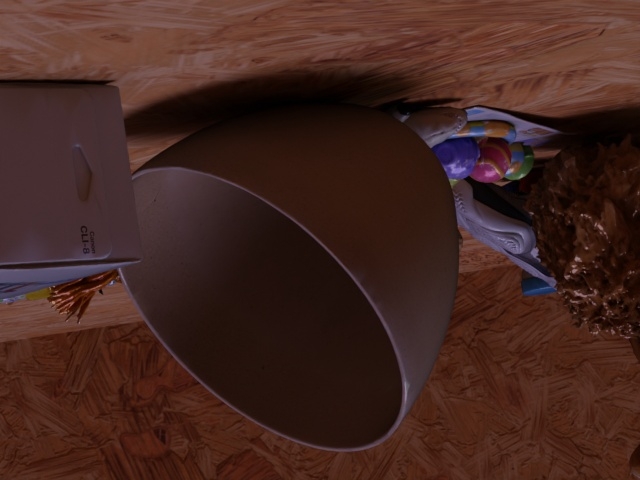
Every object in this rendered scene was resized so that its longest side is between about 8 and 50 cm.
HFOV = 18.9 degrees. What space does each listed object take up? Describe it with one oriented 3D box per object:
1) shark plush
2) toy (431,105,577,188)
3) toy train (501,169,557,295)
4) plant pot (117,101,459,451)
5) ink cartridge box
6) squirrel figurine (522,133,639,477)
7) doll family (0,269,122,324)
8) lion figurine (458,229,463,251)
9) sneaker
[{"bbox_3d":[0.046,-0.082,1.653,0.161,0.073,0.067,-18,-159,33],"label":"shark plush"},{"bbox_3d":[0.141,-0.078,1.813,0.137,0.056,0.237,-13,173,28],"label":"toy"},{"bbox_3d":[0.341,-0.020,2.293,0.248,0.143,0.105,-8,175,-10],"label":"toy train"},{"bbox_3d":[0.000,0.000,1.525,0.284,0.284,0.191,-16,-154,52],"label":"plant pot"},{"bbox_3d":[-0.229,-0.029,1.330,0.127,0.128,0.176,-3,172,-43],"label":"ink cartridge box"},{"bbox_3d":[0.357,0.070,1.933,0.281,0.397,0.370,-52,-172,35],"label":"squirrel figurine"},{"bbox_3d":[-0.263,0.032,1.977,0.163,0.118,0.263,-10,174,11],"label":"doll family"},{"bbox_3d":[-0.019,0.012,1.978,0.240,0.142,0.392,-22,177,-41],"label":"lion figurine"},{"bbox_3d":[0.259,-0.044,2.175,0.268,0.153,0.101,32,175,-24],"label":"sneaker"}]
